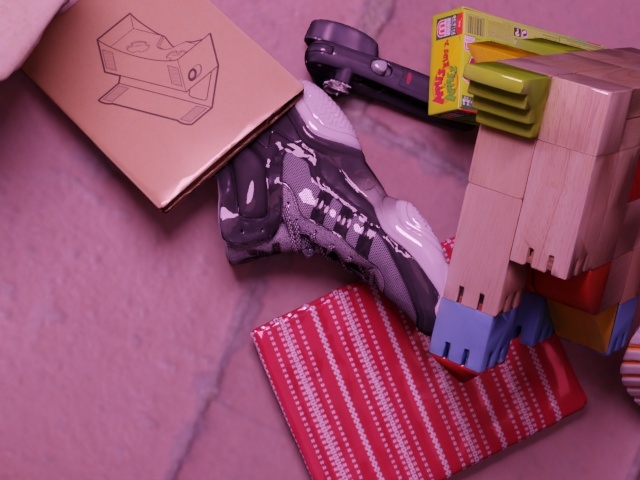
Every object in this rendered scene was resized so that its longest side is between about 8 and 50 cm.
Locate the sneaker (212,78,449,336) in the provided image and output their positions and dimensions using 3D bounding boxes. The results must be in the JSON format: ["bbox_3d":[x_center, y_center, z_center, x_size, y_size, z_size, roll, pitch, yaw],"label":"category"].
[{"bbox_3d":[0.000,0.000,1.144,0.153,0.101,0.269,-32,75,-10],"label":"sneaker"}]

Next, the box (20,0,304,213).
[{"bbox_3d":[-0.140,-0.143,1.137,0.164,0.021,0.201,-42,73,-13],"label":"box"}]

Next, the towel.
[{"bbox_3d":[0.094,0.116,1.203,0.274,0.031,0.199,-23,90,-15],"label":"towel"}]

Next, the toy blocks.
[{"bbox_3d":[0.221,-0.020,1.112,0.190,0.381,0.261,21,110,29],"label":"toy blocks"}]

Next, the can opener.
[{"bbox_3d":[0.070,-0.144,1.207,0.186,0.059,0.073,22,79,-11],"label":"can opener"}]

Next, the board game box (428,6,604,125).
[{"bbox_3d":[0.182,-0.148,1.212,0.181,0.043,0.092,8,83,-35],"label":"board game box"}]

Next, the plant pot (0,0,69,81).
[{"bbox_3d":[-0.354,-0.234,0.999,0.305,0.334,0.334,38,77,-19],"label":"plant pot"}]

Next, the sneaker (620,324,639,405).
[{"bbox_3d":[0.342,0.129,1.215,0.083,0.084,0.215,-58,135,-24],"label":"sneaker"}]
